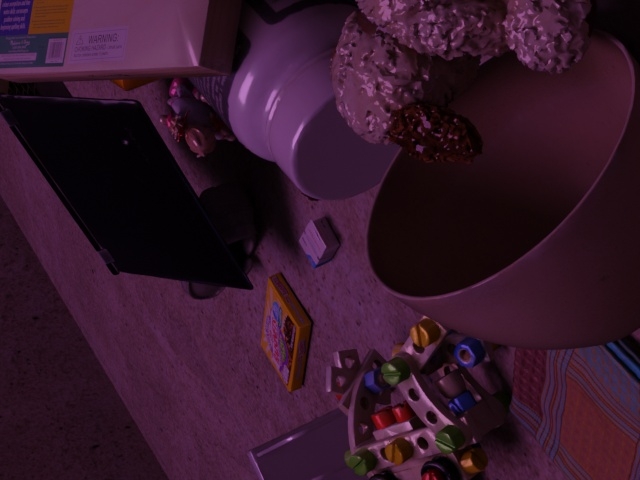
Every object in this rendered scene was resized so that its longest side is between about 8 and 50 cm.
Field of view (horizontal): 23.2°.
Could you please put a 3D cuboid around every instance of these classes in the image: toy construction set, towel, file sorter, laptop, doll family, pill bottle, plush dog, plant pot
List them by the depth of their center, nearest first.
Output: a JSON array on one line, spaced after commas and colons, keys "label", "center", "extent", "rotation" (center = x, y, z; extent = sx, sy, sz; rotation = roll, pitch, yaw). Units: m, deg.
[{"label": "plant pot", "center": [0.207, -0.016, 1.347], "extent": [0.191, 0.284, 0.284], "rotation": [40, 173, -28]}, {"label": "plush dog", "center": [0.086, -0.186, 1.352], "extent": [0.225, 0.211, 0.262], "rotation": [-66, 26, 20]}, {"label": "towel", "center": [0.312, 0.214, 1.600], "extent": [0.370, 0.040, 0.271], "rotation": [49, 153, 40]}, {"label": "pill bottle", "center": [-0.049, -0.219, 1.790], "extent": [0.361, 0.204, 0.204], "rotation": [51, 155, 37]}, {"label": "toy construction set", "center": [0.103, 0.204, 1.896], "extent": [0.215, 0.151, 0.328], "rotation": [63, 152, -2]}, {"label": "doll family", "center": [-0.065, -0.147, 1.940], "extent": [0.118, 0.263, 0.163], "rotation": [-56, 31, 24]}, {"label": "file sorter", "center": [0.060, 0.373, 2.188], "extent": [0.277, 0.193, 0.173], "rotation": [64, 157, 5]}, {"label": "laptop", "center": [-0.293, -0.147, 2.320], "extent": [0.408, 0.236, 0.382], "rotation": [-99, -15, -48]}]

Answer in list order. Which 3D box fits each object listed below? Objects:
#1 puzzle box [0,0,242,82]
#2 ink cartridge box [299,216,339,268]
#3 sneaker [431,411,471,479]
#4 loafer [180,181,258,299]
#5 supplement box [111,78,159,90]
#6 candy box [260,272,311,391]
[{"label": "puzzle box", "center": [-0.237, -0.323, 1.812], "extent": [0.409, 0.052, 0.272], "rotation": [5, 85, 44]}, {"label": "ink cartridge box", "center": [0.000, 0.000, 2.158], "extent": [0.048, 0.028, 0.083], "rotation": [61, 160, 13]}, {"label": "sneaker", "center": [0.153, 0.359, 2.058], "extent": [0.112, 0.121, 0.299], "rotation": [-27, -75, -74]}, {"label": "loafer", "center": [-0.164, 0.025, 2.479], "extent": [0.319, 0.112, 0.111], "rotation": [110, 141, -61]}, {"label": "supplement box", "center": [-0.281, -0.369, 2.218], "extent": [0.356, 0.195, 0.194], "rotation": [33, 142, 56]}, {"label": "candy box", "center": [-0.056, 0.148, 2.464], "extent": [0.105, 0.027, 0.206], "rotation": [59, 159, 28]}]
